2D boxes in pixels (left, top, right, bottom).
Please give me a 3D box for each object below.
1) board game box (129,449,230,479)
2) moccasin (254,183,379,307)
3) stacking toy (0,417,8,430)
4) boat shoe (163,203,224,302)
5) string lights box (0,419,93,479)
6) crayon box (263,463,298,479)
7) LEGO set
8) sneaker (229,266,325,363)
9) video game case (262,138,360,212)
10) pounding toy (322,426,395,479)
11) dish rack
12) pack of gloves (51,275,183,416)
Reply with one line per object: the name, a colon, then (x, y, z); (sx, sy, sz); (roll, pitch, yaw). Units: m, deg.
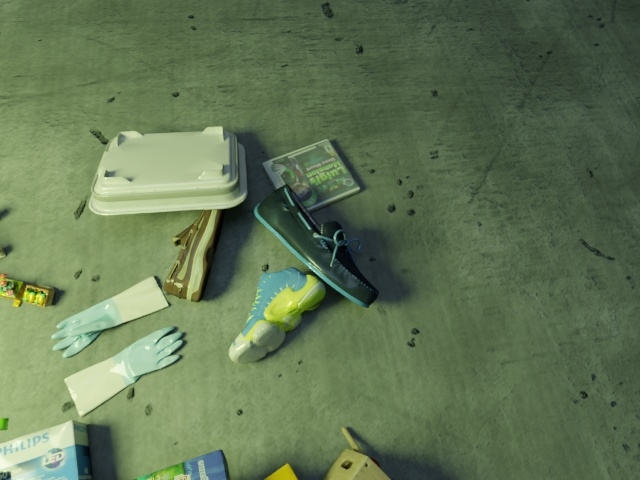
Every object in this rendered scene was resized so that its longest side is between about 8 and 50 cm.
board game box: (-0.255, 0.501, 0.618); (0.318, 0.066, 0.318); (-15, 49, -14)
moccasin: (0.000, 0.000, 0.979); (0.342, 0.138, 0.117); (42, 91, 14)
stacking toy: (-0.569, 0.392, 0.725); (0.221, 0.052, 0.167); (-25, 62, 21)
boat shoe: (-0.274, 0.000, 0.983); (0.095, 0.095, 0.257); (12, 63, -6)
string lights box: (-0.450, 0.451, 0.748); (0.133, 0.077, 0.259); (-15, 65, -13)
crayon box: (-0.119, 0.585, 0.667); (0.363, 0.106, 0.313); (-28, 57, -19)
LEGO set: (-0.677, 0.045, 0.915); (0.132, 0.107, 0.287); (-40, 73, -22)
sneaker: (-0.108, 0.145, 0.948); (0.240, 0.091, 0.126); (-36, 54, -21)
video game case: (-0.024, -0.157, 1.133); (0.190, 0.022, 0.173); (-24, 68, -17)
pounding toy: (0.077, 0.418, 0.801); (0.130, 0.141, 0.100); (45, 67, 0)
dish rack: (-0.339, -0.175, 1.032); (0.333, 0.072, 0.285); (-5, 43, -7)
pack of gloves: (-0.405, 0.195, 0.902); (0.232, 0.046, 0.195); (-29, 68, -18)
